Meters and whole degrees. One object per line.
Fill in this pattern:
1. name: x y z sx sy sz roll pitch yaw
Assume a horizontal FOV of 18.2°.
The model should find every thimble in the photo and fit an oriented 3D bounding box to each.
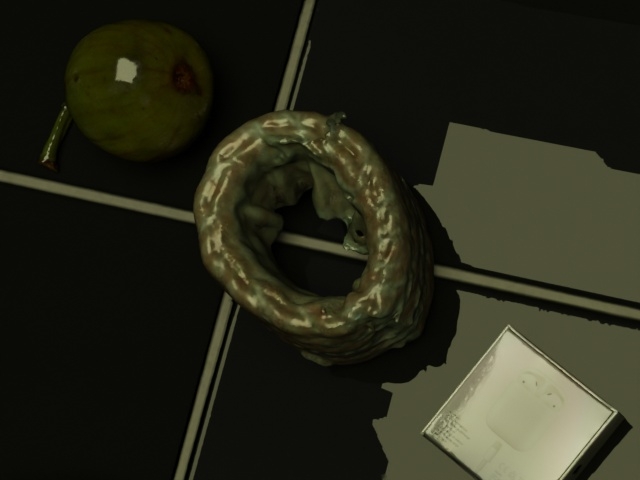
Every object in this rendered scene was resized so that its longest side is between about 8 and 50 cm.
1. thimble: -0.006 -0.001 1.846 0.196 0.148 0.229 -22 71 11

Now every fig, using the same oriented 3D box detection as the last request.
1. fig: -0.186 -0.142 1.954 0.142 0.186 0.148 -7 97 -29

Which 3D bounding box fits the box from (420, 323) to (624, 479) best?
1. box: 0.182 0.167 1.804 0.130 0.051 0.129 39 90 19
